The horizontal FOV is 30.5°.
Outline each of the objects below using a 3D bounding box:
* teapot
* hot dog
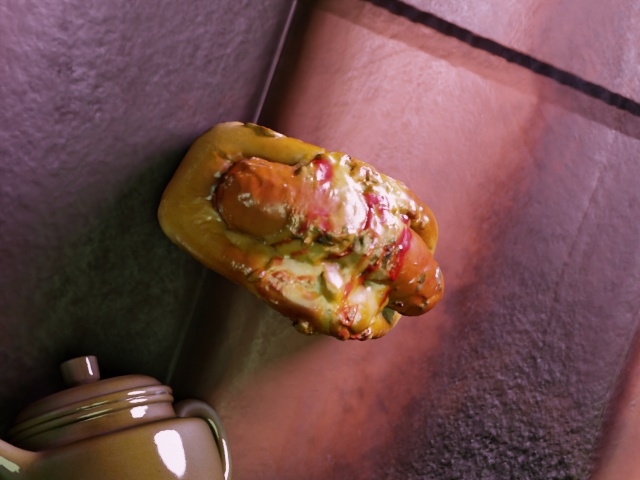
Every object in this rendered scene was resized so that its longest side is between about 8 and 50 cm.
[{"bbox_3d":[-0.171,0.181,0.978,0.268,0.186,0.175,-1,73,-54],"label":"teapot"},{"bbox_3d":[0.000,0.000,1.009,0.257,0.153,0.150,25,92,-27],"label":"hot dog"}]
